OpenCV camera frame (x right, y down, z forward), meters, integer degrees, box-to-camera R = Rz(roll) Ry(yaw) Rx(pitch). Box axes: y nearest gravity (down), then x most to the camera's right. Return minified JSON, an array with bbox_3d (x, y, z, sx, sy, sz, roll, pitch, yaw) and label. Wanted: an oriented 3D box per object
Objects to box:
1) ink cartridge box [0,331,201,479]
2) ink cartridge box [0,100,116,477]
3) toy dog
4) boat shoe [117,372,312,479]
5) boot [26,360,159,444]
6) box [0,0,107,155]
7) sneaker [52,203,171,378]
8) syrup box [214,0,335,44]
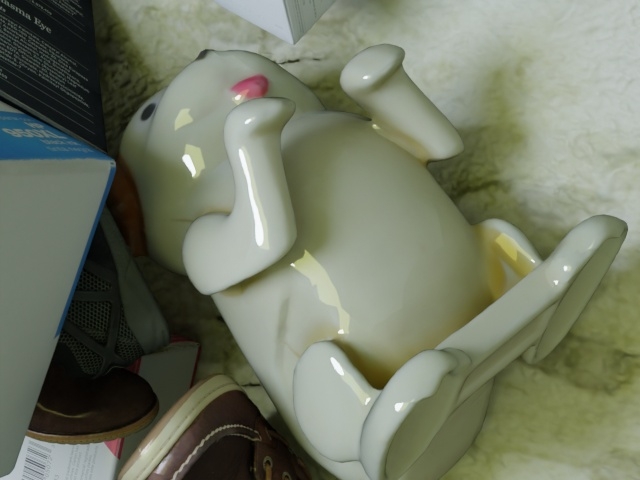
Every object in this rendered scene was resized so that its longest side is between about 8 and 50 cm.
[{"bbox_3d":[-0.286,0.161,1.363,0.283,0.117,0.207,18,101,26],"label":"ink cartridge box"},{"bbox_3d":[-0.394,-0.012,1.034,0.395,0.166,0.285,27,105,21],"label":"ink cartridge box"},{"bbox_3d":[0.000,0.000,1.143,0.408,0.284,0.395,44,155,19],"label":"toy dog"},{"bbox_3d":[-0.067,0.207,1.137,0.123,0.342,0.123,38,82,16],"label":"boat shoe"},{"bbox_3d":[-0.265,0.071,1.173,0.248,0.090,0.206,11,126,11],"label":"boot"},{"bbox_3d":[-0.388,-0.117,1.295,0.343,0.179,0.312,-40,41,24],"label":"box"},{"bbox_3d":[-0.225,0.020,1.087,0.087,0.130,0.227,25,142,61],"label":"sneaker"},{"bbox_3d":[0.009,-0.289,1.130,0.093,0.096,0.237,32,69,24],"label":"syrup box"}]
